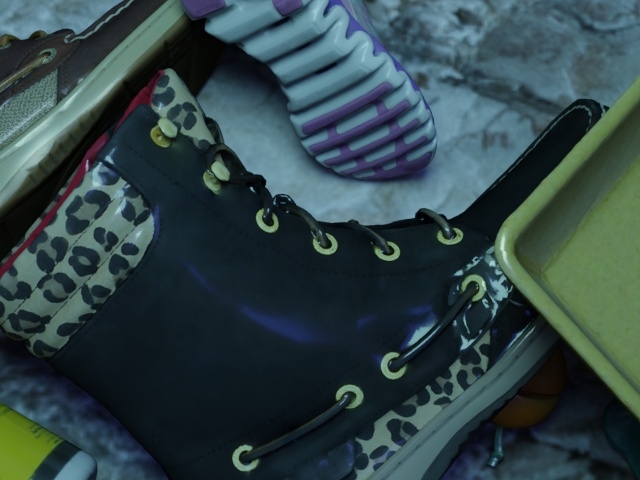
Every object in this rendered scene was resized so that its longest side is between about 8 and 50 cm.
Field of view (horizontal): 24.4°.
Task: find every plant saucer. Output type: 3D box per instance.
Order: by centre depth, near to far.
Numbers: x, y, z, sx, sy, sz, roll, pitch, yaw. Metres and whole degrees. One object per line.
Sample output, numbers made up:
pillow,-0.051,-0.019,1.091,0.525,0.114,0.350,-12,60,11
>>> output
plant saucer,0.287,0.025,0.876,0.333,0.081,0.333,47,65,-6

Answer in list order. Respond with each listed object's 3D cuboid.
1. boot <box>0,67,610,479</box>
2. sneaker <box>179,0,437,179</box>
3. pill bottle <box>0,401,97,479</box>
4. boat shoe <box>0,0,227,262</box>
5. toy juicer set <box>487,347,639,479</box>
boot,0.000,0.000,0.911,0.284,0.138,0.377,41,88,-11
sneaker,0.004,-0.139,0.986,0.095,0.236,0.104,-20,40,29
pill bottle,-0.252,0.134,0.899,0.209,0.119,0.119,29,72,3
boat shoe,-0.192,-0.090,0.976,0.123,0.123,0.342,40,73,12
toy juicer set,0.256,0.093,0.997,0.329,0.089,0.209,-20,62,-6
